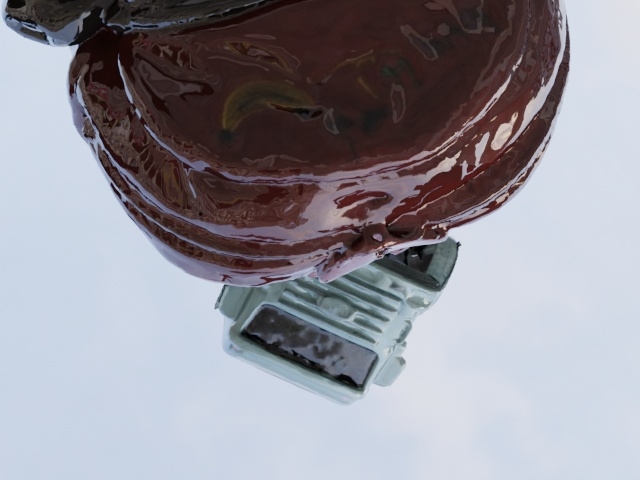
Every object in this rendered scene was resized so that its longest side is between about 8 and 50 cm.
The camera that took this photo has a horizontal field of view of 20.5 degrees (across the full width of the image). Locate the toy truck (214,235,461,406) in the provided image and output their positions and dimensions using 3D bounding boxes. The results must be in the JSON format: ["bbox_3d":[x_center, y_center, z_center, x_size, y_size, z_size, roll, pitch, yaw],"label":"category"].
[{"bbox_3d":[0.000,0.000,1.288,0.136,0.162,0.305,25,-159,-10],"label":"toy truck"}]

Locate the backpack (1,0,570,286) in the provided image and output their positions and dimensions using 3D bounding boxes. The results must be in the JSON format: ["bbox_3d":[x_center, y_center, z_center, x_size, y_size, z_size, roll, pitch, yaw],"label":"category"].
[{"bbox_3d":[-0.003,-0.074,0.702,0.229,0.139,0.229,-9,-135,9],"label":"backpack"}]
